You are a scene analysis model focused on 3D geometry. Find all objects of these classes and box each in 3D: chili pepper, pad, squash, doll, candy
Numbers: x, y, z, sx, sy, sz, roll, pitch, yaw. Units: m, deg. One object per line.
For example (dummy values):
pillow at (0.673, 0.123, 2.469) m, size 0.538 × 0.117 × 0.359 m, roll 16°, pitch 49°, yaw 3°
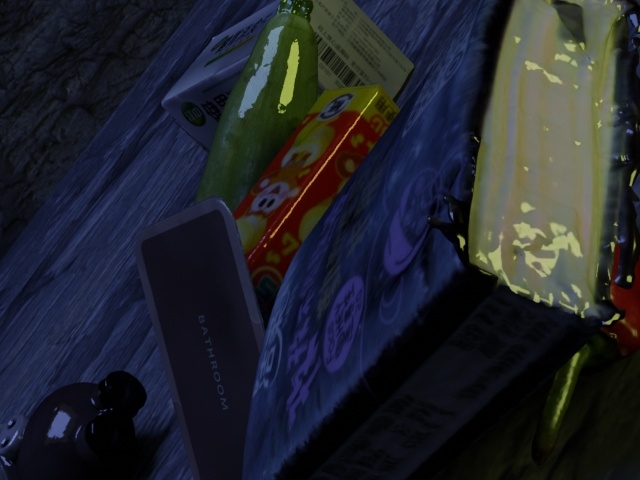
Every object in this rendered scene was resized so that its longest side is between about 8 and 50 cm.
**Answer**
chili pepper at (0.165, 0.018, 0.839) m, size 0.137 × 0.092 × 0.368 m, roll -62°, pitch 8°, yaw 17°
pad at (-0.089, 0.104, 0.986) m, size 0.002 × 0.266 × 0.176 m, roll -13°, pitch -4°, yaw -37°
squash at (-0.065, -0.082, 1.265) m, size 0.118 × 0.118 × 0.370 m, roll -127°, pitch 53°, yaw -70°
doll at (-0.290, 0.240, 1.285) m, size 0.257 × 0.117 × 0.182 m, roll -30°, pitch 31°, yaw 34°
candy at (0.000, 0.000, 1.088) m, size 0.088 × 0.146 × 0.276 m, roll 4°, pitch 52°, yaw 55°

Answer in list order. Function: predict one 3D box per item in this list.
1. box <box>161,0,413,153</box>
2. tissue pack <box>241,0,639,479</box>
box at (-0.050, -0.204, 1.544) m, size 0.333 × 0.173 × 0.145 m, roll -14°, pitch 39°, yaw 58°
tissue pack at (0.064, 0.021, 0.773) m, size 0.361 × 0.122 × 0.259 m, roll 123°, pitch 166°, yaw -50°
